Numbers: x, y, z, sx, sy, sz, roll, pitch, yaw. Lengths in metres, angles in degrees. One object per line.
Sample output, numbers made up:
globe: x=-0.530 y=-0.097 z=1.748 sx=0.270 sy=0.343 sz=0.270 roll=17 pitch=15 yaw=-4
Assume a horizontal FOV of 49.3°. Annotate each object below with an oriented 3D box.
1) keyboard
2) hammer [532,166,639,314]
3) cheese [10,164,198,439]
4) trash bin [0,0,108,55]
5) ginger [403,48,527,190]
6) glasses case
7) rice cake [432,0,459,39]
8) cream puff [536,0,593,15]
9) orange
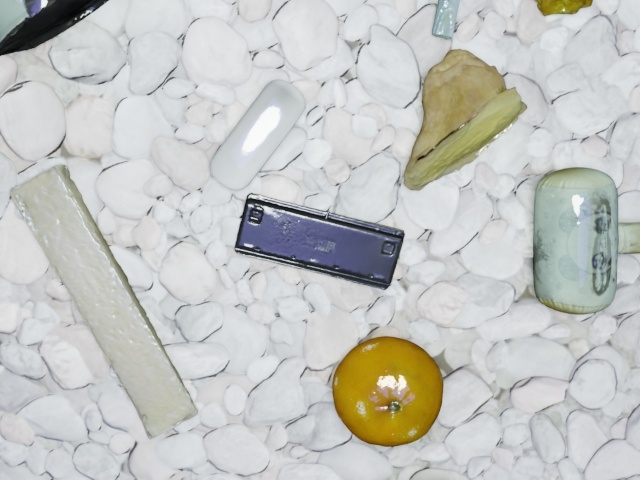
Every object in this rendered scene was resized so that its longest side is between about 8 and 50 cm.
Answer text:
keyboard: x=0.000 y=0.000 z=0.974 sx=0.230 sy=0.025 sz=0.093 roll=14 pitch=100 yaw=-6
hammer: x=0.446 y=-0.005 z=0.972 sx=0.306 sy=0.113 sz=0.201 roll=-4 pitch=102 yaw=-9
cheese: x=-0.293 y=0.089 z=0.963 sx=0.085 sy=0.034 sz=0.400 roll=-25 pitch=101 yaw=0
trash bin: x=-0.355 y=-0.373 z=0.774 sx=0.217 sy=0.277 sz=0.262 roll=-33 pitch=108 yaw=3
ginger: x=0.164 y=-0.162 z=0.935 sx=0.193 sy=0.115 sz=0.122 roll=-42 pitch=78 yaw=11
glasses case: x=-0.084 y=-0.141 z=0.936 sx=0.063 sy=0.041 sz=0.164 roll=36 pitch=95 yaw=-10
rice cake: x=0.178 y=-0.358 z=0.920 sx=0.031 sy=0.042 sz=0.180 roll=9 pitch=98 yaw=-3
cream puff: x=0.329 y=-0.337 z=0.926 sx=0.083 sy=0.058 sz=0.083 roll=25 pitch=99 yaw=-9
orange: x=0.094 y=0.211 z=0.966 sx=0.156 sy=0.124 sz=0.156 roll=-1 pitch=99 yaw=-8
